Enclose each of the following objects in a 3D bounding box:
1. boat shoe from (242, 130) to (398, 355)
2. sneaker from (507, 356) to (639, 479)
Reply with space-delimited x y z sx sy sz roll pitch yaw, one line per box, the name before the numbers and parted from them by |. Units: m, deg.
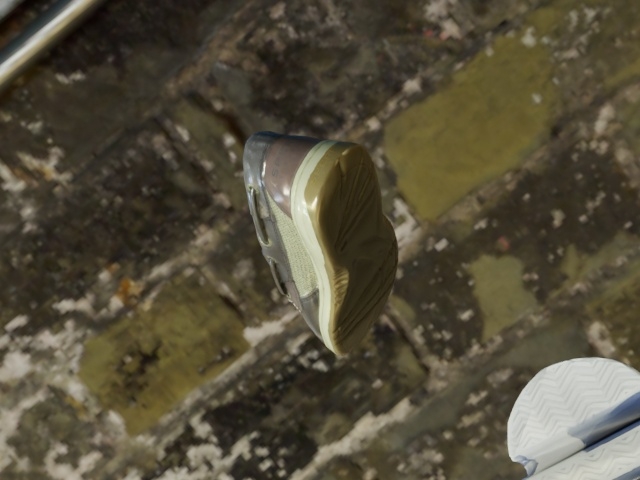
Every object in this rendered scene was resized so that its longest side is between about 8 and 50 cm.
boat shoe | -0.001 0.001 0.653 0.080 0.073 0.223 -52 -24 -20
sneaker | 0.243 0.220 0.619 0.127 0.315 0.182 -30 -22 26
